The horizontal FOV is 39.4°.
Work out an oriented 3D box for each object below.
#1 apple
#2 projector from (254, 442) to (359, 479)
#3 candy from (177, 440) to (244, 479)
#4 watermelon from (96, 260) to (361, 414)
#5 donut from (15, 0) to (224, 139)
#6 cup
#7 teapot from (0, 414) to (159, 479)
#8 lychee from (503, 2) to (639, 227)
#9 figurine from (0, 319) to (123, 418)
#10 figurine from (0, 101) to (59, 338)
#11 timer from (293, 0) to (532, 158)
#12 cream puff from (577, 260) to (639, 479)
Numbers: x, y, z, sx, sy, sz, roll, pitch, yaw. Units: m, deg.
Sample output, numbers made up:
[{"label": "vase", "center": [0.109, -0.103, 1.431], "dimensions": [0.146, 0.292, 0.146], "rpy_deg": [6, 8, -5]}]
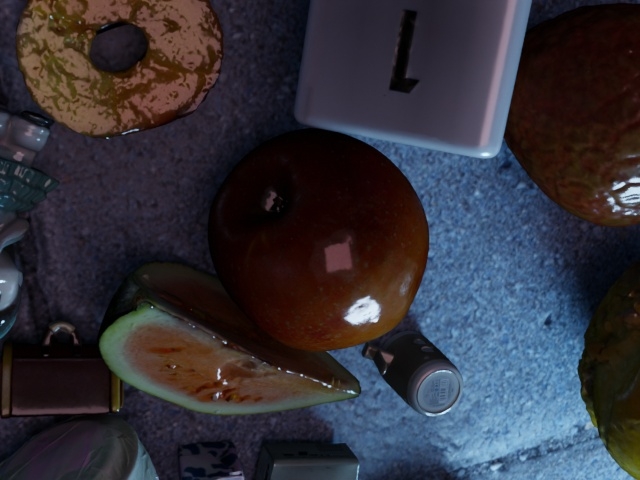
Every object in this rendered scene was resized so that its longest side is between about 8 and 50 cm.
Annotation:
[{"label": "apple", "center": [0.000, 0.000, 0.908], "dimensions": [0.218, 0.218, 0.201], "rpy_deg": [-45, 141, -2]}, {"label": "projector", "center": [-0.024, 0.319, 1.082], "dimensions": [0.115, 0.061, 0.147], "rpy_deg": [5, 105, -20]}, {"label": "candy", "center": [-0.123, 0.322, 1.031], "dimensions": [0.073, 0.092, 0.160], "rpy_deg": [-8, 107, -16]}, {"label": "watermelon", "center": [-0.109, 0.093, 0.948], "dimensions": [0.159, 0.128, 0.303], "rpy_deg": [-25, 140, 36]}, {"label": "donut", "center": [-0.193, -0.187, 0.853], "dimensions": [0.190, 0.074, 0.174], "rpy_deg": [-36, 115, -7]}, {"label": "cup", "center": [0.111, 0.149, 1.057], "dimensions": [0.074, 0.099, 0.102], "rpy_deg": [-43, 116, -4]}, {"label": "teapot", "center": [-0.266, 0.307, 0.936], "dimensions": [0.221, 0.163, 0.178], "rpy_deg": [-26, 121, -11]}, {"label": "lychee", "center": [0.331, -0.131, 0.968], "dimensions": [0.255, 0.300, 0.255], "rpy_deg": [-45, 154, -29]}, {"label": "figurine", "center": [-0.283, 0.131, 0.925], "dimensions": [0.154, 0.082, 0.098], "rpy_deg": [4, 91, -21]}, {"label": "figurine", "center": [-0.334, -0.013, 0.843], "dimensions": [0.137, 0.110, 0.246], "rpy_deg": [17, 95, -22]}, {"label": "timer", "center": [0.096, -0.198, 0.860], "dimensions": [0.194, 0.192, 0.195], "rpy_deg": [11, 104, 9]}, {"label": "cream puff", "center": [0.459, 0.154, 1.115], "dimensions": [0.342, 0.231, 0.327], "rpy_deg": [-31, 120, -16]}]
